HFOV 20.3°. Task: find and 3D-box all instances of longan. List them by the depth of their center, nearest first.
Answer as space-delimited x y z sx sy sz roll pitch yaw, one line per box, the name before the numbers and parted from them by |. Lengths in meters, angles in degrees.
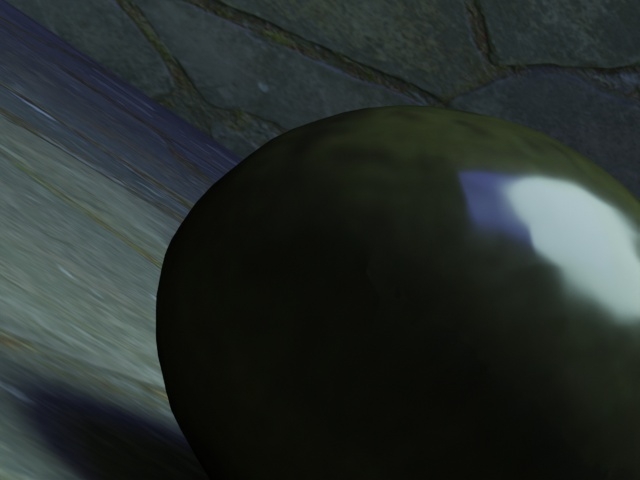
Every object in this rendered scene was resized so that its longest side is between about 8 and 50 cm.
longan | 0.051 0.056 0.745 0.246 0.215 0.246 42 -21 20
